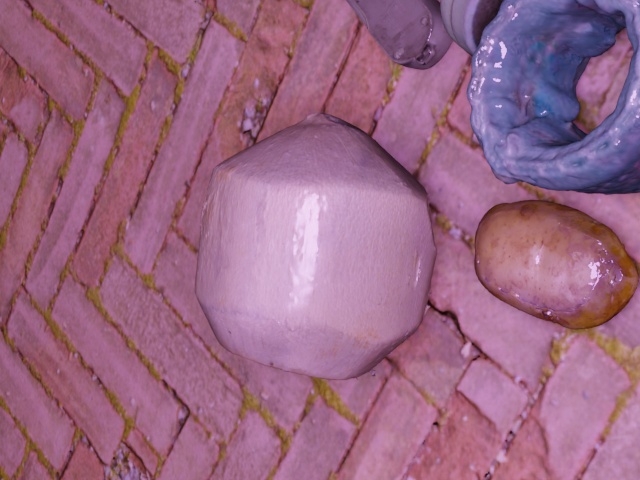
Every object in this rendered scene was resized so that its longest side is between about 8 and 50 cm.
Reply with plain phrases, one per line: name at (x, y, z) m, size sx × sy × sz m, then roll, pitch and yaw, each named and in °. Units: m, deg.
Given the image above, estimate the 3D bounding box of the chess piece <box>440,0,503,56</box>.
chess piece at (0.140, -0.295, 1.179) m, size 0.139 × 0.139 × 0.272 m, roll -56°, pitch 41°, yaw 24°

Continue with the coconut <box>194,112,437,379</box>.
coconut at (0.000, 0.000, 1.181) m, size 0.245 × 0.245 × 0.247 m, roll 17°, pitch 96°, yaw 43°

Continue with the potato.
potato at (0.213, 0.020, 1.086) m, size 0.170 × 0.080 × 0.107 m, roll 17°, pitch 89°, yaw 40°

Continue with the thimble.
thimble at (0.240, -0.133, 1.027) m, size 0.235 × 0.143 × 0.198 m, roll -51°, pitch 54°, yaw 35°

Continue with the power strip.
power strip at (0.057, -0.290, 1.291) m, size 0.080 × 0.048 × 0.286 m, roll -51°, pitch 54°, yaw 29°
